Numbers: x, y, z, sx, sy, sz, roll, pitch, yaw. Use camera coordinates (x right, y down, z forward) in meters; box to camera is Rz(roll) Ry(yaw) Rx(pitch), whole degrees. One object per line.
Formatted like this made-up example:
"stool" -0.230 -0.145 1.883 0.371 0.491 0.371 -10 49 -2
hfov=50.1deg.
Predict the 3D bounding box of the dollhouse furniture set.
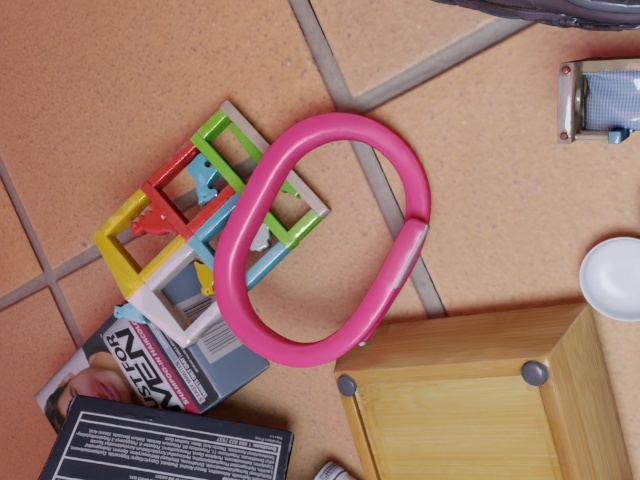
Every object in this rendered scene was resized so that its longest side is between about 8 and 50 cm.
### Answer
"dollhouse furniture set" 0.277 -0.060 0.574 0.129 0.129 0.184 6 108 32

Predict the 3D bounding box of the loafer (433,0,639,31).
"loafer" 0.199 -0.245 0.609 0.302 0.095 0.109 19 84 23

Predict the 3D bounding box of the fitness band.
"fitness band" 0.000 0.000 0.766 0.209 0.054 0.291 32 99 16

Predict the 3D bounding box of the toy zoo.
"toy zoo" -0.155 -0.005 0.854 0.293 0.030 0.192 -43 78 7

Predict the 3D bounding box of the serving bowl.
"serving bowl" 0.293 0.034 0.654 0.083 0.027 0.083 11 111 30

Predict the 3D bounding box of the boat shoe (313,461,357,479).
"boat shoe" 0.002 0.422 0.929 0.088 0.096 0.268 29 113 23

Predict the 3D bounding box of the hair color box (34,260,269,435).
"hair color box" -0.264 0.212 1.020 0.374 0.113 0.185 -41 80 35

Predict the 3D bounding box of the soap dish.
"soap dish" 0.162 0.199 0.736 0.290 0.118 0.229 -12 98 34

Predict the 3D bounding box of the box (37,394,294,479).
"box" -0.204 0.381 0.838 0.296 0.294 0.183 10 132 0
